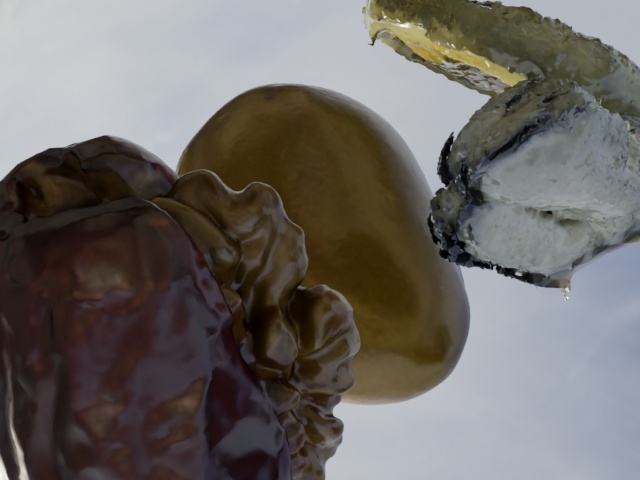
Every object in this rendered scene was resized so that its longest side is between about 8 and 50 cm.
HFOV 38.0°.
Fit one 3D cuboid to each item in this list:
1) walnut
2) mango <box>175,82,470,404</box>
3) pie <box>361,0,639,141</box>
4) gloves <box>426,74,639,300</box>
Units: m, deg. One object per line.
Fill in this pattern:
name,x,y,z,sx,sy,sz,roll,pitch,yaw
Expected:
walnut,-0.101,0.070,0.596,0.244,0.269,0.222,-9,-156,12
mango,0.000,0.000,1.042,0.300,0.232,0.445,-15,-130,-21
pie,0.156,-0.131,0.729,0.274,0.274,0.055,32,-79,56
gloves,0.116,-0.027,0.495,0.114,0.153,0.070,-33,-124,26
